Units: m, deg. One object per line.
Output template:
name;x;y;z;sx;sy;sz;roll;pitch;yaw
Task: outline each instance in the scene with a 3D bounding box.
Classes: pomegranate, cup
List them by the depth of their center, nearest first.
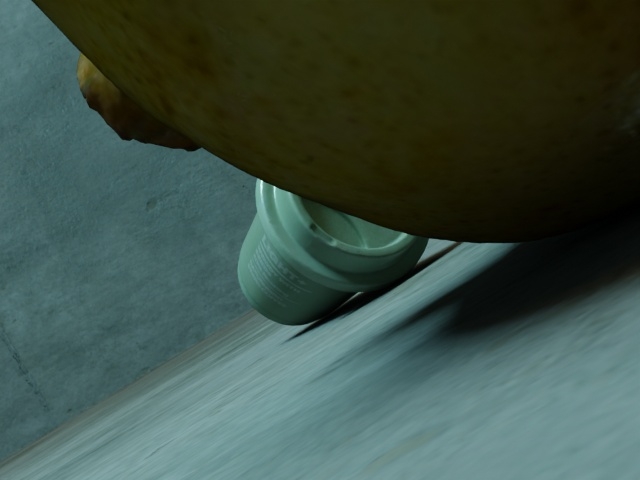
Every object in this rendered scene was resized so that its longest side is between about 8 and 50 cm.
pomegranate;0.036;-0.189;0.483;0.416;0.416;0.416;-31;0;0
cup;0.000;0.000;0.834;0.120;0.120;0.141;-31;-13;-34
